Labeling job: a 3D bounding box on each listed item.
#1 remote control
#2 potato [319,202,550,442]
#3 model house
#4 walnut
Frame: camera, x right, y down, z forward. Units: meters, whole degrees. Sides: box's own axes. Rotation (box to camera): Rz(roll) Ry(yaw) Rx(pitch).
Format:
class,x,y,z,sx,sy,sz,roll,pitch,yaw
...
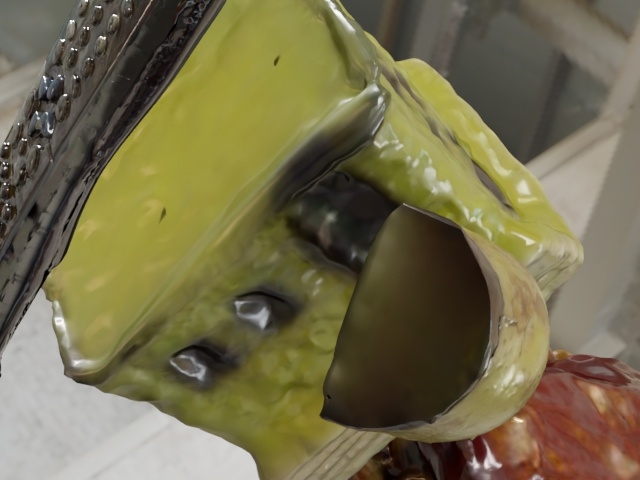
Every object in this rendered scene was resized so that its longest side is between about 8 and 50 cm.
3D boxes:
class,x,y,z,sx,sy,sz,roll,pitch,yaw
remote control,-0.080,-0.030,0.558,0.212,0.028,0.059,-53,-149,38
potato,0.062,0.041,0.711,0.066,0.103,0.096,30,-76,33
model house,0.000,0.000,0.852,0.234,0.193,0.175,33,18,-45
walnut,0.108,0.148,1.088,0.221,0.269,0.244,-15,-105,35
